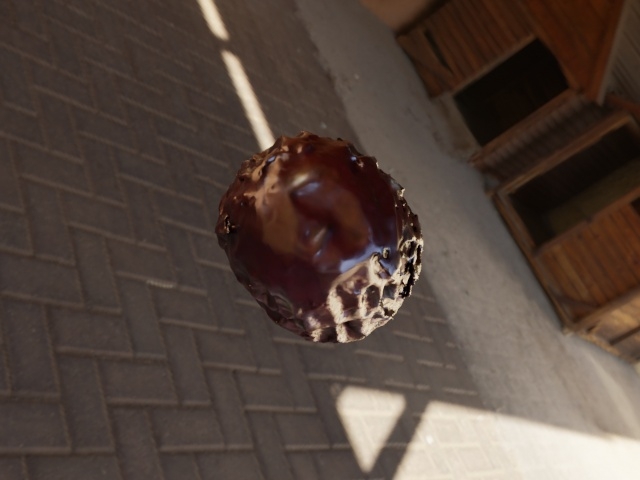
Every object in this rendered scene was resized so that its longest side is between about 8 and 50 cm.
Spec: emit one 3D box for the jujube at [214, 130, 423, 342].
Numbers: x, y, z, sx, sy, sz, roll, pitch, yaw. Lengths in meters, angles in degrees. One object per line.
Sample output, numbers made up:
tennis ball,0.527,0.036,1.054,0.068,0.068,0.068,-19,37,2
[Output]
jujube,0.000,0.000,0.989,0.258,0.259,0.376,60,-10,13
